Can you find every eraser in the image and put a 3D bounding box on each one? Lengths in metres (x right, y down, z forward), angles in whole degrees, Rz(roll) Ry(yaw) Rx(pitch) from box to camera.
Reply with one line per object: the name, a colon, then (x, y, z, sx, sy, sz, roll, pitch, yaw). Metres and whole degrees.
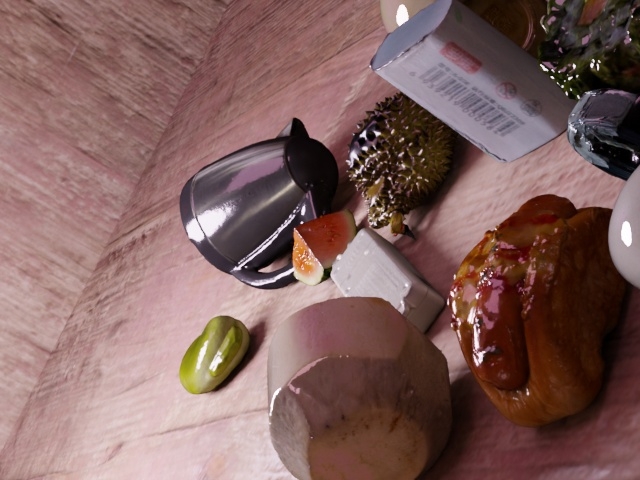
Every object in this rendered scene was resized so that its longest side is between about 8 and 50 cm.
eraser: (0.200, -0.206, 1.768, 0.174, 0.227, 0.081, -26, 36, 55)

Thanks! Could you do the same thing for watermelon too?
watermelon: (0.000, 0.000, 2.142, 0.135, 0.094, 0.125, -59, 11, -16)

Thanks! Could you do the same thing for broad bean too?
broad bean: (-0.180, 0.198, 2.308, 0.174, 0.082, 0.124, -54, 17, 42)

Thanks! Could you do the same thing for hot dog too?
hot dog: (0.225, 0.056, 1.419, 0.150, 0.153, 0.257, -28, 35, 54)

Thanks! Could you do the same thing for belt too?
belt: (0.331, -0.107, 1.448, 0.058, 0.140, 0.105, -61, -10, -21)

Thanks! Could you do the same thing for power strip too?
power strip: (0.085, 0.063, 1.892, 0.098, 0.058, 0.338, -56, 20, 7)

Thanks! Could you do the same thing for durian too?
durian: (0.106, -0.119, 1.998, 0.193, 0.137, 0.237, -36, 29, 43)

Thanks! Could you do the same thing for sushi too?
sushi: (0.387, -0.291, 1.525, 0.294, 0.178, 0.352, -27, 38, 60)

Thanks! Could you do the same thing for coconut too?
coconut: (0.042, 0.176, 1.588, 0.241, 0.241, 0.241, -48, 22, 26)

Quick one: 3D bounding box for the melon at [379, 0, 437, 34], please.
melon: (0.212, -0.424, 2.069, 0.223, 0.223, 0.317, -107, 37, -65)

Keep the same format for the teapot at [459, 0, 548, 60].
teapot: (0.247, -0.294, 1.928, 0.269, 0.173, 0.182, -48, -6, -3)

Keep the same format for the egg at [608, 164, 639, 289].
egg: (0.351, -0.022, 1.241, 0.209, 0.151, 0.151, -36, 29, 49)

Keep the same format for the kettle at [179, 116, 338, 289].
kettle: (-0.086, -0.070, 2.306, 0.271, 0.207, 0.251, -32, 24, 36)
